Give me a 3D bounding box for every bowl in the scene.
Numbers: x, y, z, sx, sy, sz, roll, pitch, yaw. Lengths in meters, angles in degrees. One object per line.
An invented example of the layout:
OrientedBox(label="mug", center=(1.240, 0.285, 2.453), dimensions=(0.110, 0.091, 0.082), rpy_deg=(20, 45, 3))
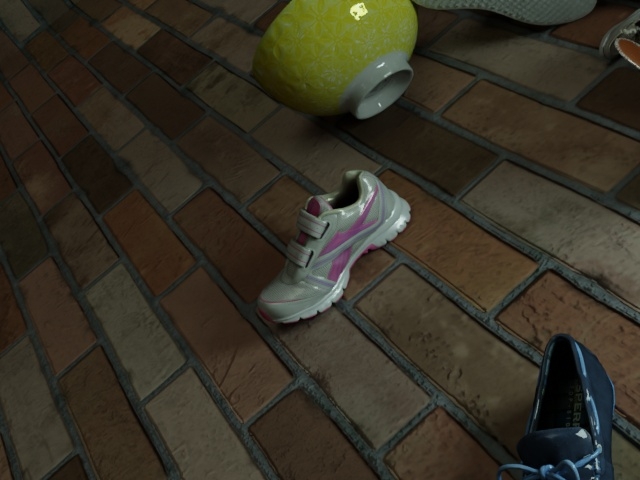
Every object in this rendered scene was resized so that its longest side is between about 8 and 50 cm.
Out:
OrientedBox(label="bowl", center=(0.053, -0.283, 1.607), dimensions=(0.289, 0.289, 0.156), rpy_deg=(-37, 74, 1))

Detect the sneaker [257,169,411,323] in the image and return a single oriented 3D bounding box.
OrientedBox(label="sneaker", center=(0.000, 0.000, 1.368), dimensions=(0.252, 0.111, 0.103), rpy_deg=(-47, 33, -14))

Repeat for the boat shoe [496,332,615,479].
OrientedBox(label="boat shoe", center=(0.208, 0.198, 0.927), dimensions=(0.109, 0.089, 0.258), rpy_deg=(-20, 36, 26))

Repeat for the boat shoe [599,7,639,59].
OrientedBox(label="boat shoe", center=(0.418, -0.278, 1.383), dimensions=(0.100, 0.035, 0.035), rpy_deg=(-38, 28, -13))

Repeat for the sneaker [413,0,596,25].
OrientedBox(label="sneaker", center=(0.283, -0.419, 1.554), dimensions=(0.282, 0.102, 0.161), rpy_deg=(13, 48, 12))

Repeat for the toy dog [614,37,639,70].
OrientedBox(label="toy dog", center=(0.441, -0.248, 1.152), dimensions=(0.220, 0.161, 0.334), rpy_deg=(-22, 43, 17))

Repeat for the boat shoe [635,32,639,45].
OrientedBox(label="boat shoe", center=(0.444, -0.260, 1.322), dimensions=(0.056, 0.049, 0.152), rpy_deg=(15, 56, 32))
